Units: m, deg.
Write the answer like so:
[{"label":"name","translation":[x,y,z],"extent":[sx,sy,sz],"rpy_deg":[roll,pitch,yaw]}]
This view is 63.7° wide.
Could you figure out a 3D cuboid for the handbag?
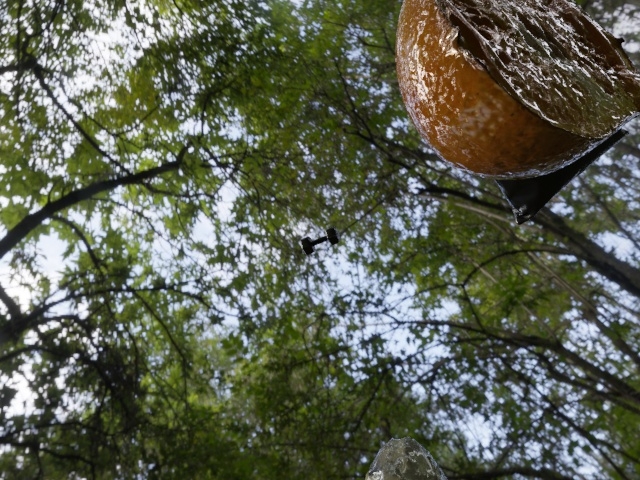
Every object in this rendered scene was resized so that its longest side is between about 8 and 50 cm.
[{"label":"handbag","translation":[0.378,-0.182,0.856],"extent":[0.254,0.089,0.211],"rpy_deg":[-39,-70,-2]}]

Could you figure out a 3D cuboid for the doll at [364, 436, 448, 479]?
[{"label":"doll","translation":[0.080,0.250,0.256],"extent":[0.175,0.149,0.278],"rpy_deg":[-23,-79,-48]}]

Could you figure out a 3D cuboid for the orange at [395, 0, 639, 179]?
[{"label":"orange","translation":[0.217,-0.193,0.550],"extent":[0.310,0.274,0.274],"rpy_deg":[-42,-51,-12]}]

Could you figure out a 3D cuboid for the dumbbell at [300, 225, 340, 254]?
[{"label":"dumbbell","translation":[0.000,0.000,1.070],"extent":[0.083,0.040,0.036],"rpy_deg":[-22,-24,16]}]
